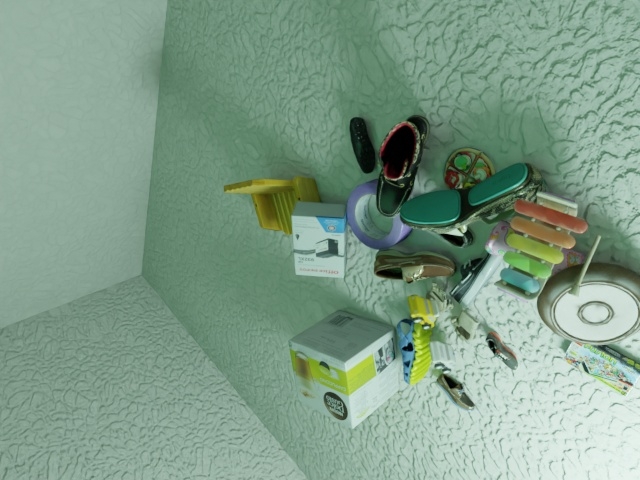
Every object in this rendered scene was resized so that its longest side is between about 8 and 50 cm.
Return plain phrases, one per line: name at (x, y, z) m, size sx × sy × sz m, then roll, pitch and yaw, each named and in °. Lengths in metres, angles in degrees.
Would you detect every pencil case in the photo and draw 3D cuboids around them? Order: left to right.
pencil case at (0.663, 0.041, 1.547) m, size 0.284 × 0.124 × 0.124 m, roll 28°, pitch 127°, yaw 20°

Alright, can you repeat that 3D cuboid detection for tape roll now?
tape roll at (0.235, -0.105, 1.968) m, size 0.275 × 0.090 × 0.275 m, roll 21°, pitch 121°, yaw 39°

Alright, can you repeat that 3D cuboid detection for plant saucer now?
plant saucer at (0.806, 0.202, 1.459) m, size 0.310 × 0.050 × 0.311 m, roll 10°, pitch 125°, yaw 15°

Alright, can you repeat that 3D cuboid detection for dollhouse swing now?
dollhouse swing at (-0.222, -0.143, 2.257) m, size 0.347 × 0.305 × 0.315 m, roll -3°, pitch 106°, yaw 45°

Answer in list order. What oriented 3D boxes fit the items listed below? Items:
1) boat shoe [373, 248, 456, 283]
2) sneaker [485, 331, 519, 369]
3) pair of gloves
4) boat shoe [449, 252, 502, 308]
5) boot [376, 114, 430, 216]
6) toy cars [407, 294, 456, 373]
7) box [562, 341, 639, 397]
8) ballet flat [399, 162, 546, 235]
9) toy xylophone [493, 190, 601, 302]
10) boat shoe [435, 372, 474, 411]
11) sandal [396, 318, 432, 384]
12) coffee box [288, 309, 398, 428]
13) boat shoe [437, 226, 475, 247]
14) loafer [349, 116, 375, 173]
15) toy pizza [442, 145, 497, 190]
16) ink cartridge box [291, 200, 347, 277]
boat shoe at (0.351, 0.113, 1.884) m, size 0.324 × 0.116 × 0.123 m, roll 2°, pitch 140°, yaw 32°
sneaker at (0.651, 0.411, 1.798) m, size 0.158 × 0.065 × 0.061 m, roll 52°, pitch 136°, yaw 15°
pair of gloves at (0.498, 0.277, 1.868) m, size 0.240 × 0.042 × 0.204 m, roll 41°, pitch 158°, yaw 33°
boat shoe at (0.544, 0.112, 1.748) m, size 0.102 × 0.108 × 0.301 m, roll 41°, pitch 140°, yaw 23°
boot at (0.260, -0.240, 1.682) m, size 0.138 × 0.284 × 0.377 m, roll 24°, pitch 108°, yaw 11°
toy cars at (0.443, 0.354, 1.885) m, size 0.087 × 0.176 × 0.394 m, roll -20°, pitch 106°, yaw 24°
box at (0.890, 0.388, 1.566) m, size 0.207 × 0.036 × 0.114 m, roll 32°, pitch 128°, yaw 32°
ballet flat at (0.500, -0.103, 1.635) m, size 0.483 × 0.164 × 0.182 m, roll -19°, pitch 135°, yaw 39°
toy xylophone at (0.650, 0.028, 1.422) m, size 0.236 × 0.081 × 0.323 m, roll 17°, pitch 92°, yaw 34°
boat shoe at (0.546, 0.610, 1.996) m, size 0.183 × 0.066 × 0.066 m, roll 36°, pitch 129°, yaw 29°
sandal at (0.381, 0.448, 2.060) m, size 0.138 × 0.126 × 0.317 m, roll 18°, pitch 112°, yaw 44°
coffee box at (0.110, 0.559, 2.213) m, size 0.337 × 0.338 × 0.334 m, roll 12°, pitch 116°, yaw 43°
boat shoe at (0.444, -0.055, 1.788) m, size 0.233 × 0.079 × 0.084 m, roll 40°, pitch 134°, yaw 28°
loafer at (0.163, -0.373, 1.941) m, size 0.078 × 0.076 × 0.223 m, roll -125°, pitch 18°, yaw -71°
toy pizza at (0.502, -0.218, 1.686) m, size 0.201 × 0.032 × 0.201 m, roll 21°, pitch 122°, yaw 38°
ink cartridge box at (0.000, 0.000, 2.130) m, size 0.223 × 0.129 × 0.307 m, roll 4°, pitch 124°, yaw 8°
